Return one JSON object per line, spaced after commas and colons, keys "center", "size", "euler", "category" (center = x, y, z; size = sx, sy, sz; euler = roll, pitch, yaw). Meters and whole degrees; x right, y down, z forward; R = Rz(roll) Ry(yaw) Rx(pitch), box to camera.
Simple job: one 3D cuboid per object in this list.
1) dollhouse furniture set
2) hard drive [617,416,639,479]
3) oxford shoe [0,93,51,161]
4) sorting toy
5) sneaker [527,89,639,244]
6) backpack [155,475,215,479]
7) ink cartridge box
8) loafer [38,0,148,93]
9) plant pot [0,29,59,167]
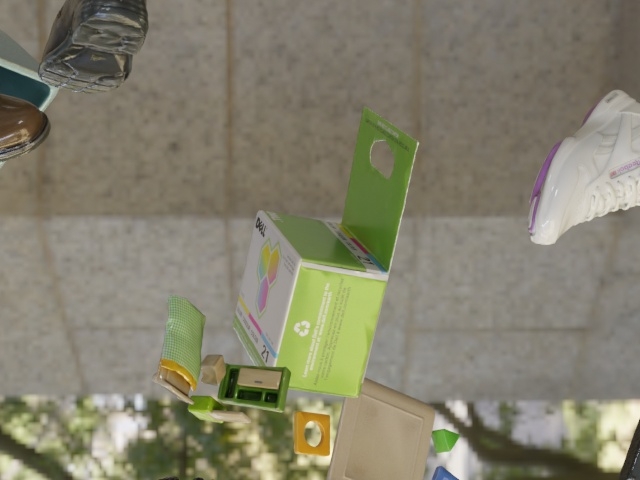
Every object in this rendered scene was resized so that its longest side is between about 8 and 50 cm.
{"center": [-0.078, 0.105, 1.226], "size": [0.151, 0.059, 0.076], "euler": [51, -134, -61], "category": "dollhouse furniture set"}
{"center": [0.388, 0.241, 1.587], "size": [0.094, 0.135, 0.022], "euler": [-66, 16, -18], "category": "hard drive"}
{"center": [-0.357, -0.124, 1.348], "size": [0.096, 0.227, 0.082], "euler": [93, -174, -49], "category": "oxford shoe"}
{"center": [0.086, 0.320, 2.308], "size": [0.047, 0.348, 0.196], "euler": [-18, 54, 49], "category": "sorting toy"}
{"center": [0.388, -0.090, 2.012], "size": [0.305, 0.152, 0.114], "euler": [-47, -22, -34], "category": "sneaker"}
{"center": [-0.106, 0.243, 1.020], "size": [0.173, 0.117, 0.158], "euler": [136, 111, -78], "category": "backpack"}
{"center": [0.000, 0.000, 1.469], "size": [0.189, 0.097, 0.255], "euler": [-132, 53, -69], "category": "ink cartridge box"}
{"center": [-0.156, -0.150, 1.049], "size": [0.170, 0.062, 0.061], "euler": [-27, 55, 61], "category": "loafer"}
{"center": [-0.579, -0.236, 2.148], "size": [0.247, 0.248, 0.252], "euler": [20, -155, -54], "category": "plant pot"}
